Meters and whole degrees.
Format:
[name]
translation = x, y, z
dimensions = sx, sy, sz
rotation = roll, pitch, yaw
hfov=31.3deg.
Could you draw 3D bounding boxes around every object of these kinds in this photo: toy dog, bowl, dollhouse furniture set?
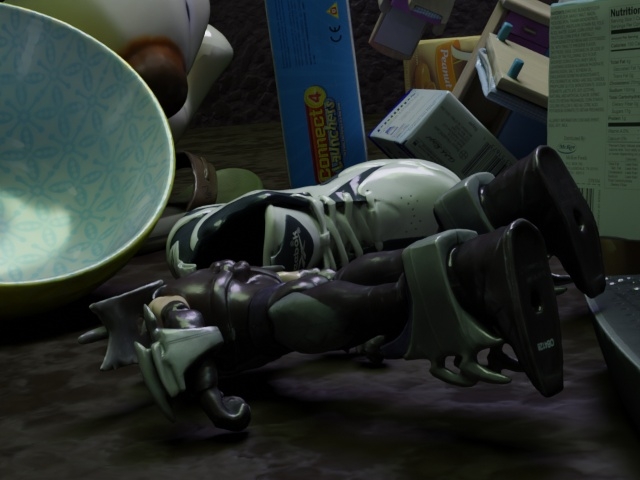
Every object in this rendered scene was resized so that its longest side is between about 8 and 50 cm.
[toy dog]
translation = -0.280, -0.193, 1.211
dimensions = 0.395, 0.285, 0.408
rotation = -24, -3, -41
[bowl]
translation = -0.272, -0.038, 0.913
dimensions = 0.289, 0.289, 0.156
rotation = -11, -32, -31
[dollhouse furniture set]
translation = 0.181, -0.127, 1.195
dimensions = 0.286, 0.198, 0.303
rotation = 20, 27, -10

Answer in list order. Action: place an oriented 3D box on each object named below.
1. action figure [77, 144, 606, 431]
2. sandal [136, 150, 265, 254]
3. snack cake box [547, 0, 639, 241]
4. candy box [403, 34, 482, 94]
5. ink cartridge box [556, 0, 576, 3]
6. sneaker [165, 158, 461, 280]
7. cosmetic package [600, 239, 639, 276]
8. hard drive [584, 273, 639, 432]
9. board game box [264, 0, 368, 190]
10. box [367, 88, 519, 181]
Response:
[action figure]
translation = -0.002, 0.040, 0.602
dimensions = 0.285, 0.099, 0.185
rotation = -15, 8, 37
[sandal]
translation = -0.154, -0.050, 1.221
dimensions = 0.120, 0.086, 0.303
rotation = 0, 11, 26
[snack cake box]
translation = 0.251, -0.071, 0.652
dimensions = 0.089, 0.152, 0.264
rotation = -2, 6, -33
[candy box]
translation = 0.227, -0.184, 1.534
dimensions = 0.087, 0.183, 0.316
rotation = -10, 11, -24
[ink cartridge box]
translation = 0.412, -0.155, 1.098
dimensions = 0.303, 0.072, 0.307
rotation = 6, 34, -12
[sneaker]
translation = 0.000, 0.000, 0.835
dimensions = 0.235, 0.094, 0.153
rotation = -5, 11, -1
[cosmetic package]
translation = 0.245, 0.012, 0.792
dimensions = 0.115, 0.041, 0.060
rotation = 4, 12, 42
[hard drive]
translation = 0.214, 0.056, 0.505
dimensions = 0.172, 0.054, 0.255
rotation = -4, 9, 4
[board game box]
translation = 0.001, -0.189, 1.312
dimensions = 0.086, 0.308, 0.302
rotation = -7, 9, 3
[box]
translation = 0.128, -0.084, 1.142
dimensions = 0.072, 0.126, 0.137
rotation = -48, 13, -1
